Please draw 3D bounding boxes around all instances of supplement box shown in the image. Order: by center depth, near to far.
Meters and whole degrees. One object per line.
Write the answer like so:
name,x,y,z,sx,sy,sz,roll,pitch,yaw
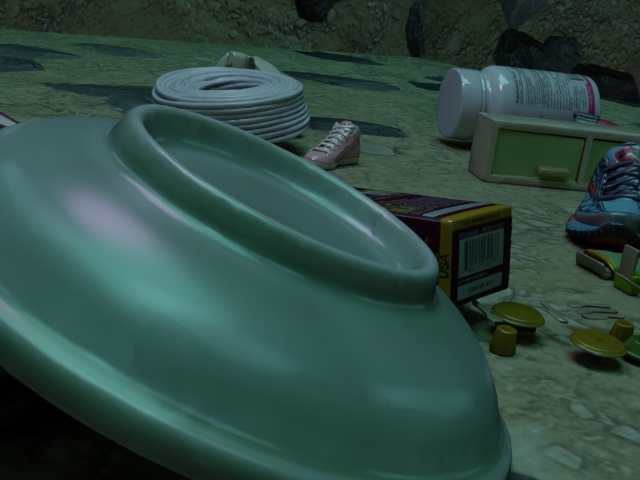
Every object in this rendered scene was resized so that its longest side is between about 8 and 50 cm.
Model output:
supplement box,0.069,0.002,0.847,0.188,0.081,0.104,10,15,40

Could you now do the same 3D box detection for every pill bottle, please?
pill bottle,0.381,-0.254,1.771,0.283,0.160,0.160,4,17,-14

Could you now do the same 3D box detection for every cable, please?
cable,-0.146,-0.220,1.485,0.257,0.089,0.257,-3,22,-6

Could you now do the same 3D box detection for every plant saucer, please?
plant saucer,-0.041,0.008,0.566,0.400,0.100,0.400,26,15,-7

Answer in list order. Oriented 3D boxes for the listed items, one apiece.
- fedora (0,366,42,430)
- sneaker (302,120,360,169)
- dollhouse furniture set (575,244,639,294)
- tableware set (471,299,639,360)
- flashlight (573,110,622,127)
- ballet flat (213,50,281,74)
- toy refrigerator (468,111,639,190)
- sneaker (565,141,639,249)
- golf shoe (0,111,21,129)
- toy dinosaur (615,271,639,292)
fedora,-0.279,0.030,0.560,0.243,0.124,0.275,9,16,4
sneaker,0.019,-0.151,1.419,0.051,0.070,0.134,20,21,31
dollhouse furniture set,0.352,0.020,0.996,0.076,0.058,0.151,2,17,-21
tableware set,0.213,0.083,0.789,0.154,0.024,0.104,3,20,-19
flashlight,0.594,-0.150,1.638,0.304,0.103,0.103,18,-12,19
ballet flat,-0.142,-0.288,1.717,0.116,0.124,0.342,-3,19,-36
toy refrigerator,0.391,-0.142,1.497,0.269,0.102,0.094,5,16,-10
sneaker,0.383,-0.067,1.190,0.104,0.125,0.262,11,16,13
golf shoe,-0.277,-0.059,0.795,0.273,0.105,0.120,36,11,-14
toy dinosaur,0.380,0.070,0.885,0.183,0.053,0.092,9,-1,-22
